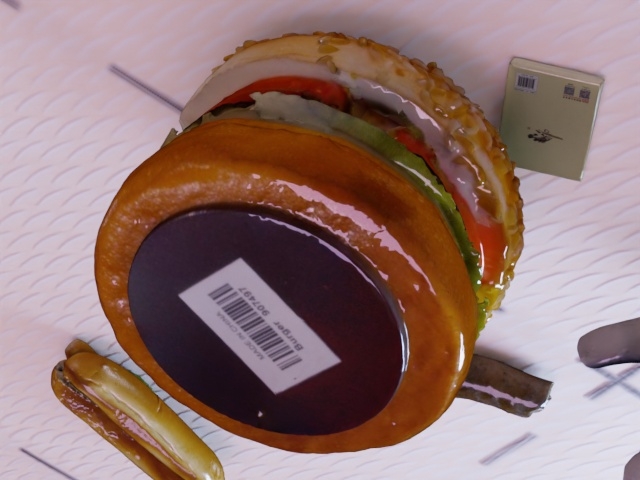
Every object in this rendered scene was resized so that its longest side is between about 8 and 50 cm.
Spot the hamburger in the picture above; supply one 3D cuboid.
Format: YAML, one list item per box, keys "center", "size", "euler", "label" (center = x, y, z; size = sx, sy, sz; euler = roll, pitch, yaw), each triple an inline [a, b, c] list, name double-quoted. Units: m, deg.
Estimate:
- center: [0.000, 0.000, 1.207]
  size: [0.330, 0.250, 0.330]
  euler: [11, 130, 13]
  label: "hamburger"

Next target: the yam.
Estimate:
- center: [0.113, 0.129, 1.455]
  size: [0.241, 0.057, 0.057]
  euler: [14, 138, 8]
  label: "yam"

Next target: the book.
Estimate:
- center: [0.188, -0.099, 1.209]
  size: [0.077, 0.014, 0.111]
  euler: [15, 138, 11]
  label: "book"

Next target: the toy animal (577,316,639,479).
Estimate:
- center: [0.423, 0.129, 1.201]
  size: [0.344, 0.194, 0.303]
  euler: [-28, 142, 26]
  label: "toy animal"

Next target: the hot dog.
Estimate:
- center: [-0.202, 0.208, 1.668]
  size: [0.249, 0.068, 0.100]
  euler: [44, 145, -20]
  label: "hot dog"
